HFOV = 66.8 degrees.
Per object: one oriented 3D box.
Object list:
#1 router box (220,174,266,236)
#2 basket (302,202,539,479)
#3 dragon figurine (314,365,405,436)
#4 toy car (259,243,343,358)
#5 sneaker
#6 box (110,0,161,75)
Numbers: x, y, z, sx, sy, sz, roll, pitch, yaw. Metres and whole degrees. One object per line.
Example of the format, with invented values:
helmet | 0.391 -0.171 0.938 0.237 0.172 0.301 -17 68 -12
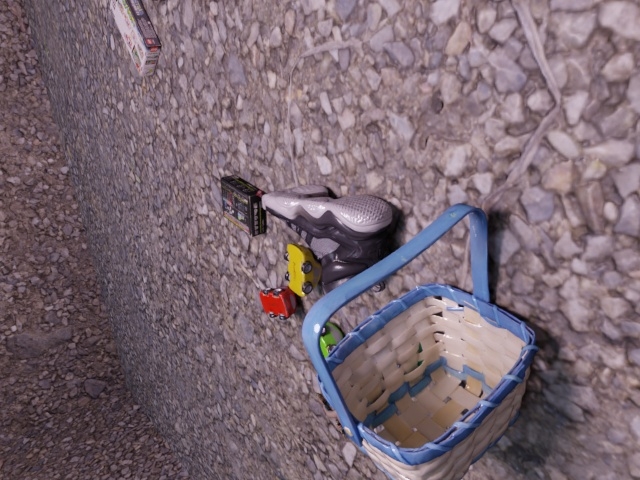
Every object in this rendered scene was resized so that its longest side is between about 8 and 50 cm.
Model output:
router box | -0.161 -0.074 1.013 0.122 0.038 0.092 33 131 42
basket | 0.111 0.132 0.552 0.201 0.254 0.289 29 140 47
dragon figurine | 0.072 0.244 0.810 0.085 0.144 0.289 52 161 22
toy car | -0.018 0.139 0.912 0.225 0.053 0.239 56 144 18
sneaker | 0.000 0.000 0.769 0.268 0.101 0.153 16 117 47
box | -0.456 -0.526 1.191 0.114 0.036 0.207 -36 77 55
